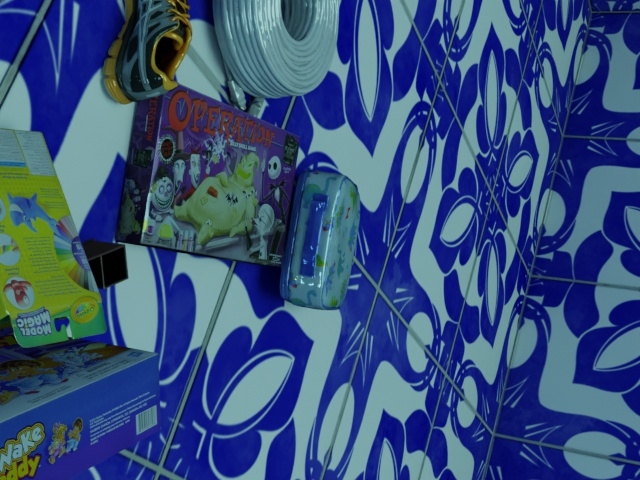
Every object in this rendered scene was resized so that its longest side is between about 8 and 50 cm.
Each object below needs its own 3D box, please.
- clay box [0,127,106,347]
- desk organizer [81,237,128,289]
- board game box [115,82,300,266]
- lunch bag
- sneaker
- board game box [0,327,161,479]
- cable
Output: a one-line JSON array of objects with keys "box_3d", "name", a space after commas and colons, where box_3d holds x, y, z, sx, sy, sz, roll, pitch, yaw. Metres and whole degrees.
[{"box_3d": [-0.295, 0.000, 0.911, 0.127, 0.053, 0.222, -4, 71, -62], "name": "clay box"}, {"box_3d": [-0.277, 0.038, 1.056, 0.130, 0.050, 0.047, -28, 120, -57], "name": "desk organizer"}, {"box_3d": [-0.140, -0.079, 1.297, 0.347, 0.056, 0.208, 12, 81, -62], "name": "board game box"}, {"box_3d": [0.000, 0.000, 1.503, 0.176, 0.090, 0.219, 18, 80, -77], "name": "lunch bag"}, {"box_3d": [-0.189, -0.262, 1.127, 0.084, 0.083, 0.215, 28, 69, -59], "name": "sneaker"}, {"box_3d": [-0.332, 0.159, 0.782, 0.347, 0.233, 0.078, -20, 113, -60], "name": "board game box"}, {"box_3d": [-0.059, -0.333, 1.348, 0.257, 0.089, 0.257, -59, 143, -39], "name": "cable"}]
